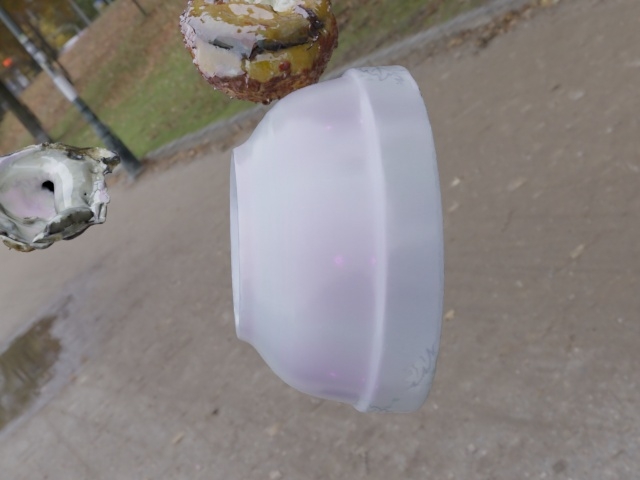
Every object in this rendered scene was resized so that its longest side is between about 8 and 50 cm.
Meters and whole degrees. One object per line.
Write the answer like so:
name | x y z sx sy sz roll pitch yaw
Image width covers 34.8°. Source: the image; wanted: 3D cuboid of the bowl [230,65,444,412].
bowl | 0.000 0.000 0.842 0.144 0.286 0.287 -1 14 -7

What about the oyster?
oyster | -0.269 -0.042 1.030 0.163 0.081 0.191 29 45 32

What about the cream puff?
cream puff | -0.089 -0.295 1.506 0.240 0.163 0.240 3 37 -3
